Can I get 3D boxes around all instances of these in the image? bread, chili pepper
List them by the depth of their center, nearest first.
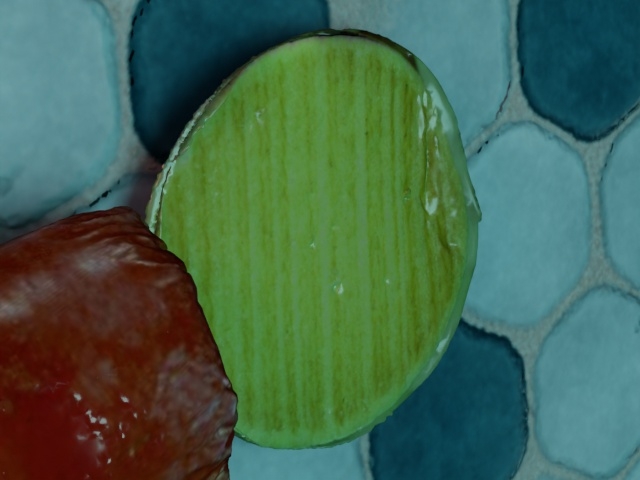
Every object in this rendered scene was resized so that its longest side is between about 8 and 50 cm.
[{"bbox_3d":[-0.167,0.136,0.888,0.305,0.229,0.251,-29,96,-32],"label":"chili pepper"},{"bbox_3d":[-0.004,0.004,1.108,0.301,0.045,0.301,-9,104,-40],"label":"bread"}]
